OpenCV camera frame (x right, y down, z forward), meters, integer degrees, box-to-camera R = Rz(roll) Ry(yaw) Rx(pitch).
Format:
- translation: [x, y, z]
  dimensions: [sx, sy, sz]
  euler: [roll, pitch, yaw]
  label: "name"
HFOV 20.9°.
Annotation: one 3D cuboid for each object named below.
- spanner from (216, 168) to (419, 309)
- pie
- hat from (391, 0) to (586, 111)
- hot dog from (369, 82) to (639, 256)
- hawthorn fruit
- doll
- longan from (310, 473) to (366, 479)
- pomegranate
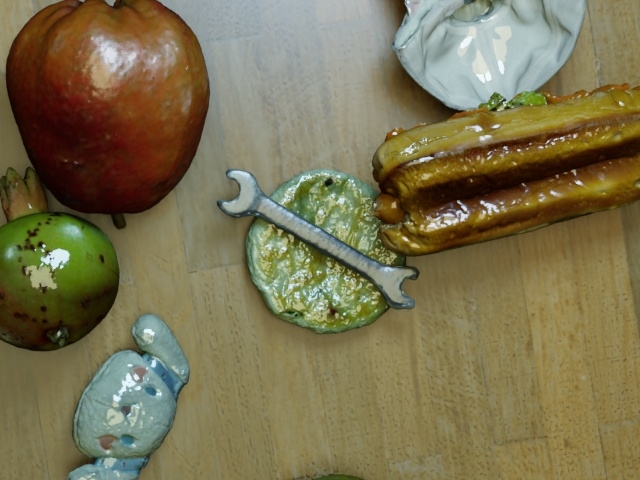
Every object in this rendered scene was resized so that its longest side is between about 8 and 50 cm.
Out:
- translation: [0.000, 0.000, 1.904]
  dimensions: [0.254, 0.015, 0.054]
  euler: [30, 85, -7]
  label: "spanner"
- translation: [0.008, 0.014, 1.934]
  dimensions: [0.187, 0.041, 0.187]
  euler: [0, 89, -8]
  label: "pie"
- translation: [0.169, -0.275, 1.943]
  dimensions: [0.219, 0.164, 0.226]
  euler: [-11, 52, -4]
  label: "hat"
- translation: [0.213, -0.088, 1.899]
  dimensions: [0.349, 0.117, 0.158]
  euler: [-15, 131, -12]
  label: "hot dog"
- translation: [-0.218, -0.131, 1.829]
  dimensions: [0.224, 0.224, 0.261]
  euler: [-3, 105, -7]
  label: "hawthorn fruit"
- translation: [-0.212, 0.185, 1.892]
  dimensions: [0.103, 0.071, 0.214]
  euler: [29, 77, -18]
  label: "doll"
- translation: [0.018, 0.336, 1.892]
  dimensions: [0.155, 0.176, 0.145]
  euler: [17, 44, 14]
  label: "longan"
- translation: [-0.302, 0.022, 1.850]
  dimensions: [0.159, 0.159, 0.205]
  euler: [-15, 72, -7]
  label: "pomegranate"
